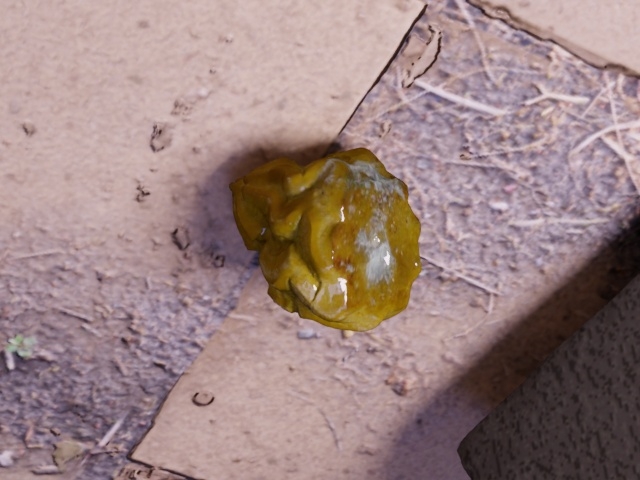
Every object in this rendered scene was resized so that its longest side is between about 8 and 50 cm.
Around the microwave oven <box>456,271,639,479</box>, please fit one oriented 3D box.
[{"bbox_3d":[0.376,0.157,1.353,0.432,0.374,0.236,-46,134,17],"label":"microwave oven"}]

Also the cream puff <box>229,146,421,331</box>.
[{"bbox_3d":[0.000,0.000,1.304,0.116,0.146,0.146,3,140,36],"label":"cream puff"}]
